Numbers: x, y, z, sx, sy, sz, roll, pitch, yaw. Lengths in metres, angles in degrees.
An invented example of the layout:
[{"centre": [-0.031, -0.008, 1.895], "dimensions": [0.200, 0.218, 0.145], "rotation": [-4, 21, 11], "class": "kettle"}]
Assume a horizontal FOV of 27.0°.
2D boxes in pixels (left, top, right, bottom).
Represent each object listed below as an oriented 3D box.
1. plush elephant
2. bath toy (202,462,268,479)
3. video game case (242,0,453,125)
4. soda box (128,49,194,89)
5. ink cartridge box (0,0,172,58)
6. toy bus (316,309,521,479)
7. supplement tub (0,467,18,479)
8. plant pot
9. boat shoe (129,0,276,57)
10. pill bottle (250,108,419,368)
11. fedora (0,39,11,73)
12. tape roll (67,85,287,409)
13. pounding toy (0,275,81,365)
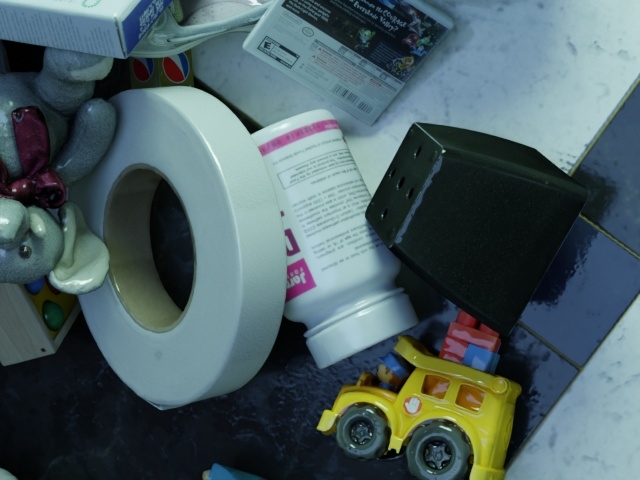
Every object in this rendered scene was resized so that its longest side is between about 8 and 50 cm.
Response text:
[{"centre": [-0.372, -0.065, 1.586], "dimensions": [0.271, 0.330, 0.255], "rotation": [-4, 72, -8], "class": "plush elephant"}, {"centre": [-0.142, 0.465, 1.713], "dimensions": [0.348, 0.129, 0.151], "rotation": [-63, 31, 10], "class": "bath toy"}, {"centre": [0.032, -0.246, 1.587], "dimensions": [0.190, 0.022, 0.173], "rotation": [30, 124, -17], "class": "video game case"}, {"centre": [-0.207, -0.252, 1.711], "dimensions": [0.058, 0.061, 0.181], "rotation": [-4, 92, 42], "class": "soda box"}, {"centre": [-0.305, -0.348, 1.570], "dimensions": [0.330, 0.324, 0.071], "rotation": [11, 136, 19], "class": "ink cartridge box"}, {"centre": [0.131, 0.180, 1.593], "dimensions": [0.220, 0.149, 0.211], "rotation": [16, 88, 20], "class": "toy bus"}, {"centre": [-0.434, 0.450, 1.745], "dimensions": [0.331, 0.241, 0.241], "rotation": [41, 105, 12], "class": "supplement tub"}, {"centre": [0.160, -0.032, 1.508], "dimensions": [0.167, 0.188, 0.187], "rotation": [23, 103, -19], "class": "plant pot"}, {"centre": [-0.140, -0.298, 1.613], "dimensions": [0.320, 0.103, 0.118], "rotation": [-5, 75, -5], "class": "boat shoe"}, {"centre": [0.000, 0.000, 1.610], "dimensions": [0.160, 0.160, 0.283], "rotation": [-27, 84, 18], "class": "pill bottle"}, {"centre": [-0.478, -0.244, 1.755], "dimensions": [0.124, 0.244, 0.275], "rotation": [-18, 77, -10], "class": "fedora"}, {"centre": [-0.184, 0.008, 1.624], "dimensions": [0.392, 0.072, 0.392], "rotation": [14, 109, 48], "class": "tape roll"}, {"centre": [-0.392, 0.023, 1.748], "dimensions": [0.094, 0.181, 0.206], "rotation": [-15, 116, 19], "class": "pounding toy"}]
